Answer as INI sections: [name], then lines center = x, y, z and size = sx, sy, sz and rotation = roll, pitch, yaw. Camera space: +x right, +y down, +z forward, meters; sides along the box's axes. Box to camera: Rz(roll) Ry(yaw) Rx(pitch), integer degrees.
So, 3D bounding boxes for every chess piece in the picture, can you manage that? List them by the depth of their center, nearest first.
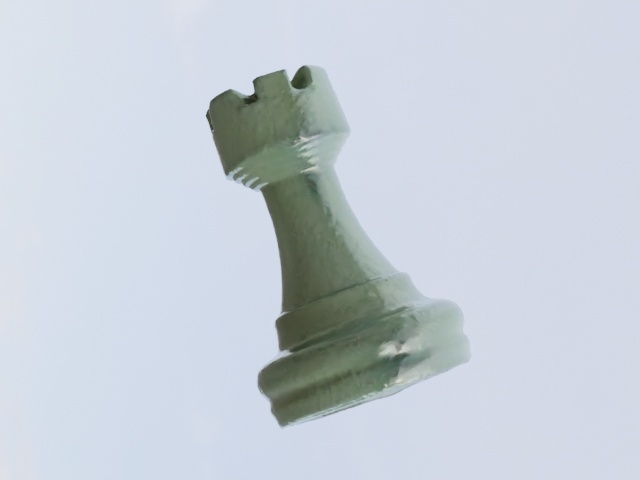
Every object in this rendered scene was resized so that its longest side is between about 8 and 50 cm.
[chess piece]
center = 0.000, 0.000, 1.230
size = 0.194, 0.195, 0.299
rotation = -30, -102, 64
